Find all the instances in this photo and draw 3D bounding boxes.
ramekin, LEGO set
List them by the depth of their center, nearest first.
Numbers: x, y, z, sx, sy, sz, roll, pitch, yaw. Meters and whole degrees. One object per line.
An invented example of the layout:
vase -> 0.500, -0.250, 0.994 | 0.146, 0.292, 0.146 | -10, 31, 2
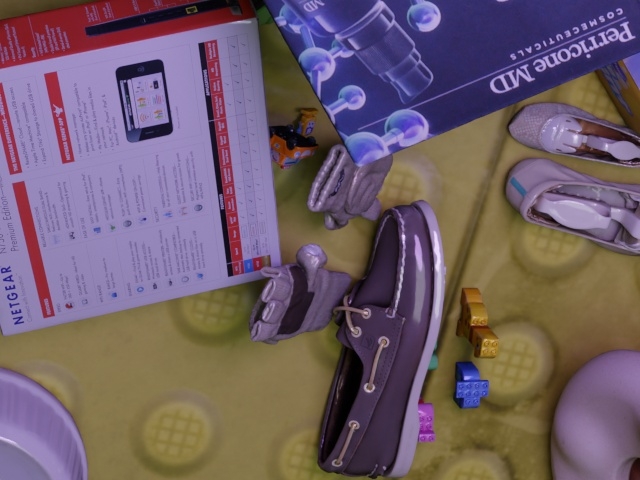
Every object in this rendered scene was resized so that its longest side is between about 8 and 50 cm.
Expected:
ramekin -> -0.378, 0.275, 1.803 | 0.272, 0.127, 0.273 | -4, 108, -11
LEGO set -> 0.151, 0.126, 1.897 | 0.087, 0.093, 0.227 | -1, 107, -13

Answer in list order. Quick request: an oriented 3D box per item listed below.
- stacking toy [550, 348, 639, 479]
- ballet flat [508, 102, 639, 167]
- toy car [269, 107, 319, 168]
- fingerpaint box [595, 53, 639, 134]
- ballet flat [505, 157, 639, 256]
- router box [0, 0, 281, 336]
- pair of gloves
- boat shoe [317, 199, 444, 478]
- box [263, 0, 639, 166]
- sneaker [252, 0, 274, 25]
stacking toy -> 0.536, 0.238, 1.953 | 0.479, 0.350, 0.351 | -17, 111, -26
ballet flat -> 0.291, -0.114, 1.875 | 0.168, 0.052, 0.057 | 9, 105, -15
toy car -> -0.017, -0.101, 1.771 | 0.060, 0.122, 0.041 | 23, 112, 20
fingerpaint box -> 0.385, -0.379, 1.751 | 0.371, 0.163, 0.445 | -35, 109, 1
ballet flat -> 0.322, -0.025, 1.895 | 0.248, 0.086, 0.086 | 13, 104, -17
router box -> -0.201, -0.078, 1.689 | 0.301, 0.082, 0.335 | -12, 133, -9
pair of gloves -> 0.000, 0.000, 1.785 | 0.042, 0.204, 0.240 | 29, 105, 18
boat shoe -> 0.062, 0.111, 1.863 | 0.096, 0.116, 0.324 | 1, 113, -17
box -> 0.077, -0.315, 1.474 | 0.293, 0.212, 0.395 | -22, 119, 16
sneaker -> -0.104, -0.437, 1.612 | 0.202, 0.185, 0.483 | -4, 107, -16
